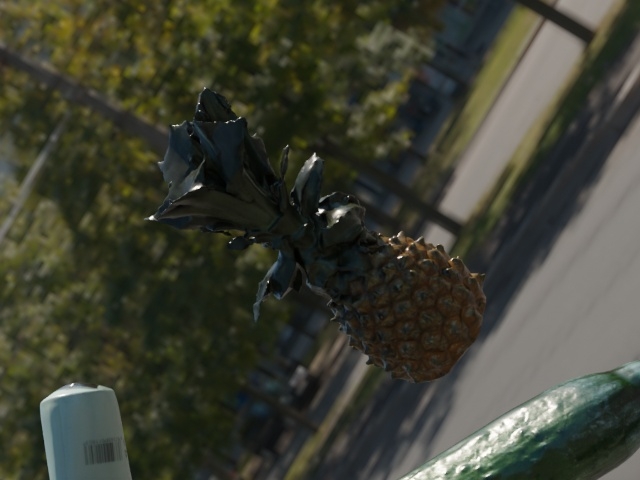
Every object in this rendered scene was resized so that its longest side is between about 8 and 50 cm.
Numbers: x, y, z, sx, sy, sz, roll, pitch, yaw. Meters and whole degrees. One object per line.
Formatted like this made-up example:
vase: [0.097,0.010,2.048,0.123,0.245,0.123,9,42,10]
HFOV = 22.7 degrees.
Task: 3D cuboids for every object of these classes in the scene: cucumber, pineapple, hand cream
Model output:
cucumber: [0.092,0.122,0.807,0.250,0.056,0.056,-28,-5,-9]
pineapple: [0.000,0.000,1.222,0.130,0.277,0.119,-43,23,40]
hand cream: [-0.190,0.283,1.422,0.067,0.320,0.109,-20,-13,34]
